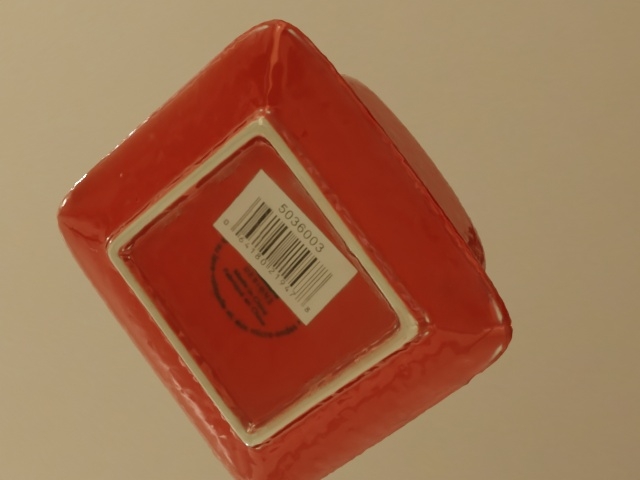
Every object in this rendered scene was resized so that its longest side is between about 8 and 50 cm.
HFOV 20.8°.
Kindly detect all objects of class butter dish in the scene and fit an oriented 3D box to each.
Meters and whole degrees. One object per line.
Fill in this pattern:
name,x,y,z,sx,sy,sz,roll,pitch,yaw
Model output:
butter dish,0.000,0.000,0.729,0.160,0.160,0.118,54,-146,2
